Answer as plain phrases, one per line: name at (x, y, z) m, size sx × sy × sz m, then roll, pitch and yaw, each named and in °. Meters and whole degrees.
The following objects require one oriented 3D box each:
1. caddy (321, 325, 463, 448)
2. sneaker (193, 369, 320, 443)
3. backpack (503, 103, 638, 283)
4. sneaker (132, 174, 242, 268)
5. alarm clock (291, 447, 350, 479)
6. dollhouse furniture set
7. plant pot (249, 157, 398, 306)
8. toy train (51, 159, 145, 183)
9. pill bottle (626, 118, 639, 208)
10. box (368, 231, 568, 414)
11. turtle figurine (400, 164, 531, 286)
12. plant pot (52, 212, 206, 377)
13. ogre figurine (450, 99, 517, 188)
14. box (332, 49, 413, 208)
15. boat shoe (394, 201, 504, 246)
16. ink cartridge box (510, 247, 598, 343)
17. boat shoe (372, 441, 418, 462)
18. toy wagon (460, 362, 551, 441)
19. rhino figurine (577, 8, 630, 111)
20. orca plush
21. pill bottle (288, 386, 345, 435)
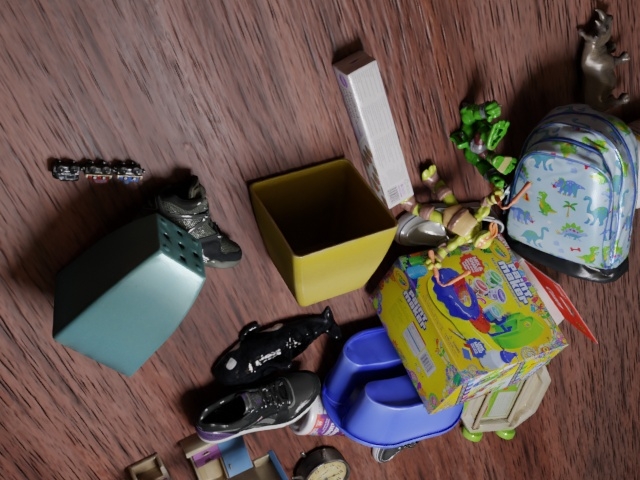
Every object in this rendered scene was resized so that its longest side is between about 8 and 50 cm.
caddy at (0.172, 0.324, 1.904) m, size 0.341 × 0.241 × 0.179 m, roll -8°, pitch 136°, yaw -26°
sneaker at (-0.125, 0.346, 1.798) m, size 0.283 × 0.107 × 0.124 m, roll -21°, pitch 162°, yaw -14°
backpack at (0.527, -0.105, 1.796) m, size 0.273 × 0.290 × 0.356 m, roll -26°, pitch 134°, yaw -49°
sneaker at (-0.214, -0.032, 1.559) m, size 0.227 × 0.087 × 0.130 m, roll 29°, pitch 108°, yaw -34°
alarm clock at (0.014, 0.575, 2.094) m, size 0.129 × 0.064 × 0.192 m, roll -41°, pitch 129°, yaw -1°
dollhouse furniture set at (-0.206, 0.574, 1.807) m, size 0.286 × 0.303 × 0.198 m, roll -24°, pitch 127°, yaw -16°
plant pot at (0.000, 0.000, 1.640) m, size 0.212 × 0.212 × 0.187 m, roll -17°, pitch 138°, yaw -20°
toy train at (-0.374, -0.113, 1.453) m, size 0.158 × 0.027 × 0.036 m, roll -1°, pitch 123°, yaw -29°
pill bottle at (0.752, -0.187, 1.963) m, size 0.334 × 0.188 × 0.188 m, roll -24°, pitch 128°, yaw -15°
box at (0.306, 0.169, 1.813) m, size 0.279 × 0.290 × 0.177 m, roll -13°, pitch 153°, yaw -29°
turtle figurine at (0.283, -0.056, 1.749) m, size 0.269 × 0.217 × 0.087 m, roll -51°, pitch 156°, yaw 9°
plant pot at (-0.316, 0.079, 1.471) m, size 0.234 × 0.166 × 0.165 m, roll -40°, pitch 128°, yaw 19°
ogre figurine at (0.331, -0.205, 1.749) m, size 0.097 × 0.118 × 0.197 m, roll -40°, pitch 131°, yaw -4°
box at (0.106, -0.207, 1.652) m, size 0.067 × 0.063 × 0.324 m, roll -31°, pitch 130°, yaw -11°
boat shoe at (0.280, -0.029, 1.853) m, size 0.258 × 0.084 × 0.095 m, roll -13°, pitch 125°, yaw -23°
ink cartridge box at (0.497, 0.129, 1.978) m, size 0.060 × 0.239 × 0.275 m, roll -44°, pitch 131°, yaw 1°
boat shoe at (0.222, 0.478, 2.146) m, size 0.228 × 0.076 × 0.080 m, roll -48°, pitch 131°, yaw 4°
toy wagon at (0.451, 0.399, 2.238) m, size 0.344 × 0.068 × 0.267 m, roll 4°, pitch 116°, yaw -32°
rhino figurine at (0.596, -0.379, 1.826) m, size 0.106 × 0.073 × 0.243 m, roll -29°, pitch 128°, yaw -15°
orca plush at (-0.076, 0.248, 1.808) m, size 0.287 × 0.102 × 0.151 m, roll -12°, pitch 124°, yaw -24°
pill bottle at (0.028, 0.389, 1.954) m, size 0.193 × 0.108 × 0.108 m, roll 9°, pitch 114°, yaw -34°
